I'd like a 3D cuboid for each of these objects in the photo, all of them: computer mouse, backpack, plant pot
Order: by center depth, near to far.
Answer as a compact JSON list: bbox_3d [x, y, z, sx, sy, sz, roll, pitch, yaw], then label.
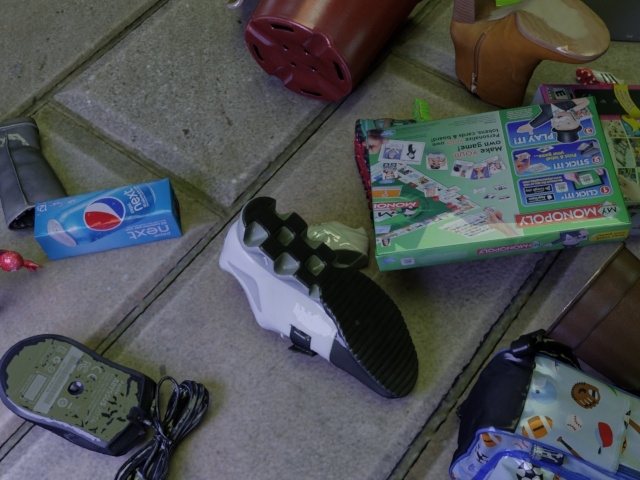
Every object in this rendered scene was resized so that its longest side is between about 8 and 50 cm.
[{"bbox_3d":[0.287,0.251,0.834,0.263,0.277,0.213,13,65,5],"label":"backpack"},{"bbox_3d":[0.399,0.117,0.967,0.165,0.167,0.167,42,69,17],"label":"plant pot"},{"bbox_3d":[-0.304,0.226,1.009,0.272,0.072,0.189,27,61,6],"label":"computer mouse"},{"bbox_3d":[0.022,-0.397,1.269,0.272,0.272,0.265,22,71,18],"label":"plant pot"}]

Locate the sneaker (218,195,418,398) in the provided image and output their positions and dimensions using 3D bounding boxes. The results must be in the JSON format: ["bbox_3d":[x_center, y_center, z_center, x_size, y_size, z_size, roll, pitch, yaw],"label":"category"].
[{"bbox_3d":[-0.007,0.098,1.044,0.330,0.146,0.122,47,44,5],"label":"sneaker"}]

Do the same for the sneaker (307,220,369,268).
[{"bbox_3d":[0.000,0.000,1.134,0.152,0.054,0.061,10,50,4],"label":"sneaker"}]

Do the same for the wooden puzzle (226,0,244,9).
[{"bbox_3d":[-0.085,-0.524,1.336,0.044,0.239,0.221,28,23,-11],"label":"wooden puzzle"}]

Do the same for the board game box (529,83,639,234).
[{"bbox_3d":[0.478,-0.121,1.113,0.303,0.098,0.224,0,57,-8],"label":"board game box"}]

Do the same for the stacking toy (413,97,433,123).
[{"bbox_3d":[0.239,-0.125,1.146,0.166,0.052,0.221,8,54,-23],"label":"stacking toy"}]

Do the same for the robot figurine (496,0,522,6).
[{"bbox_3d":[0.320,-0.401,1.344,0.115,0.067,0.101,-4,52,2],"label":"robot figurine"}]

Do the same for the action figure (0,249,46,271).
[{"bbox_3d":[-0.529,0.072,1.118,0.280,0.139,0.092,-15,58,22],"label":"action figure"}]

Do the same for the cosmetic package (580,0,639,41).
[{"bbox_3d":[0.497,-0.427,1.311,0.237,0.127,0.107,2,59,8],"label":"cosmetic package"}]

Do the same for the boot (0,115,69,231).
[{"bbox_3d":[-0.520,-0.097,1.231,0.189,0.076,0.209,-22,66,-7],"label":"boot"}]

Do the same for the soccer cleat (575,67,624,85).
[{"bbox_3d":[0.473,-0.273,1.276,0.083,0.029,0.036,27,55,16],"label":"soccer cleat"}]

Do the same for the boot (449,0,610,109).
[{"bbox_3d":[0.320,-0.285,1.181,0.104,0.211,0.295,-36,52,-15],"label":"boot"}]

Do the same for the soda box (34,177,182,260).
[{"bbox_3d":[-0.326,-0.032,1.164,0.210,0.071,0.067,-11,57,-2],"label":"soda box"}]

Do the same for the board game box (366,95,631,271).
[{"bbox_3d":[0.226,-0.078,1.015,0.317,0.046,0.214,-7,58,9],"label":"board game box"}]

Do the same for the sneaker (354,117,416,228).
[{"bbox_3d":[0.131,-0.095,1.148,0.125,0.104,0.262,-10,58,-4],"label":"sneaker"}]
